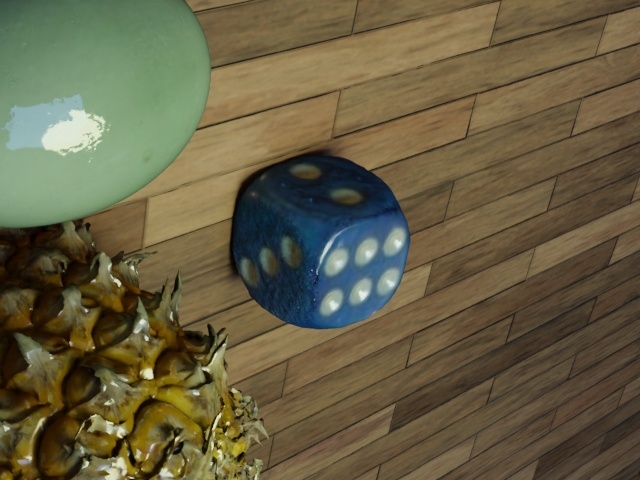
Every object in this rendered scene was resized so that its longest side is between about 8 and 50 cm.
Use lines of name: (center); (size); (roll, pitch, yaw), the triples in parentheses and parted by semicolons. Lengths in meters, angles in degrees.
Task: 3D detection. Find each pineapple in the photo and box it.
pineapple: (-0.216, 0.169, 1.084); (0.352, 0.300, 0.352); (-38, 149, -28)

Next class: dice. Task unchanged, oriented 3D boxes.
dice: (0.000, 0.000, 1.325); (0.143, 0.146, 0.146); (-21, 131, -36)

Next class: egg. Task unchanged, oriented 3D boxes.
egg: (-0.205, -0.114, 0.912); (0.283, 0.203, 0.203); (-25, 137, -44)
